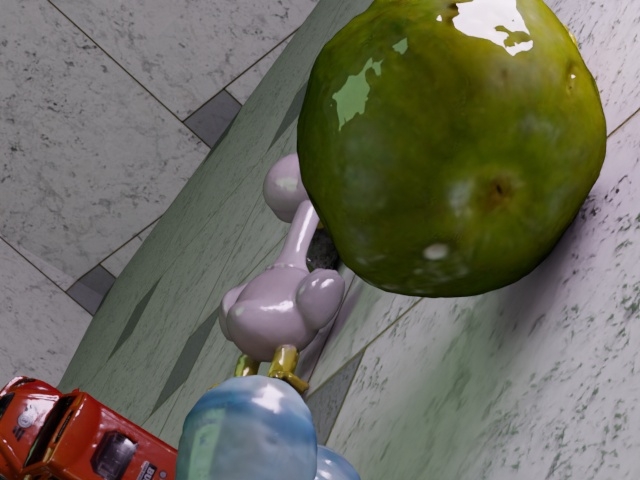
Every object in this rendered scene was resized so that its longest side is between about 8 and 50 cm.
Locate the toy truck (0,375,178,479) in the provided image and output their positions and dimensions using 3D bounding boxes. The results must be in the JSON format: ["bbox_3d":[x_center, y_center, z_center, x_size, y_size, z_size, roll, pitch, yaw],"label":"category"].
[{"bbox_3d":[-0.204,0.223,1.671,0.114,0.252,0.107,-36,24,56],"label":"toy truck"}]

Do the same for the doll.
[{"bbox_3d":[-0.019,0.007,1.813,0.160,0.094,0.365,-14,40,40],"label":"doll"}]

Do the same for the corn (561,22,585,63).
[{"bbox_3d":[0.180,-0.124,1.397,0.085,0.063,0.165,-46,14,13],"label":"corn"}]

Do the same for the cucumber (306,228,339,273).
[{"bbox_3d":[-0.001,0.001,1.932,0.064,0.064,0.112,-43,15,56],"label":"cucumber"}]

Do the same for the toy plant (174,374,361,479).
[{"bbox_3d":[-0.036,0.217,0.978,0.247,0.247,0.332,-54,6,22],"label":"toy plant"}]

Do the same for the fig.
[{"bbox_3d":[0.076,-0.111,1.252,0.233,0.233,0.314,-50,42,38],"label":"fig"}]
